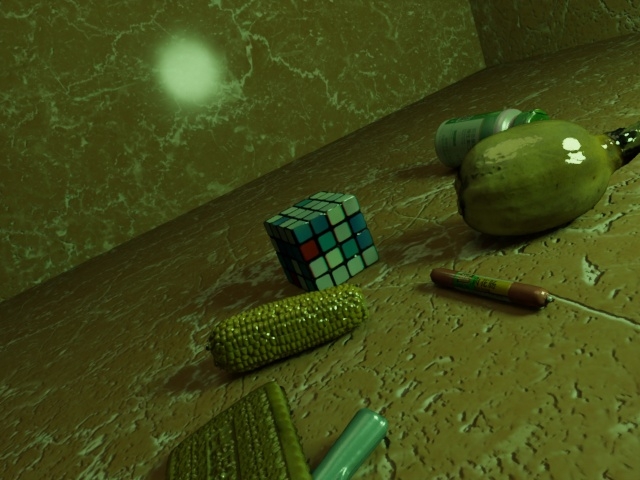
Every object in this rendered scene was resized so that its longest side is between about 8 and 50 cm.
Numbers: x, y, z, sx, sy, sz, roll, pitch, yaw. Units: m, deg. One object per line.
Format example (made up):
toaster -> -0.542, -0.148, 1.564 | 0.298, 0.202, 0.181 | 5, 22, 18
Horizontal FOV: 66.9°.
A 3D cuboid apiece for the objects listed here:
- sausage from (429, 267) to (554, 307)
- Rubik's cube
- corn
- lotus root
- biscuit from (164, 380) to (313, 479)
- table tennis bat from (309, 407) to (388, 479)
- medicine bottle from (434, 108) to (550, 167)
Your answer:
sausage -> 0.240, 0.067, 0.711 | 0.029, 0.029, 0.223 | -32, 20, -25
Rubik's cube -> 0.000, 0.000, 0.985 | 0.155, 0.151, 0.154 | -29, 21, -21
corn -> -0.051, 0.136, 0.766 | 0.260, 0.091, 0.091 | -21, 54, 3
lotus root -> 0.379, -0.113, 0.810 | 0.309, 0.183, 0.183 | -16, 20, 17
biscuit -> -0.099, 0.254, 0.531 | 0.172, 0.029, 0.254 | -34, 15, -6
table tennis bat -> -0.015, 0.258, 0.469 | 0.244, 0.040, 0.152 | -40, 22, -34
medicine bottle -> 0.430, -0.256, 1.221 | 0.133, 0.134, 0.274 | -33, 21, -28
